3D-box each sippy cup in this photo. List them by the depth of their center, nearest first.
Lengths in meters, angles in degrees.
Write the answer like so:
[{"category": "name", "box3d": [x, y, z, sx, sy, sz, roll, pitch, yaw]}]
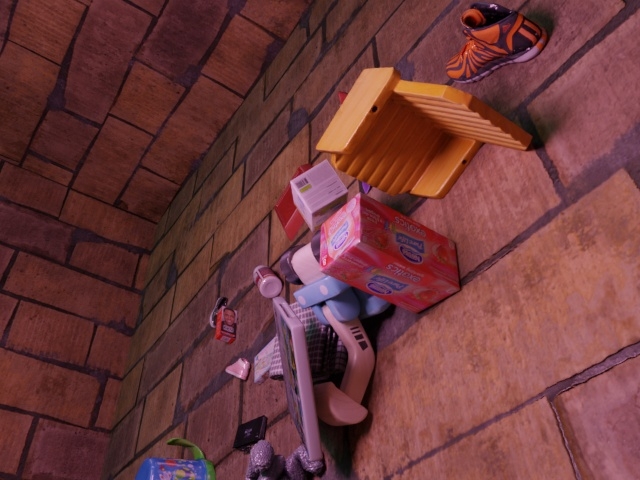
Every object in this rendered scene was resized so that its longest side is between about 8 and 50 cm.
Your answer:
[{"category": "sippy cup", "box3d": [-0.509, 0.845, 1.976, 0.240, 0.224, 0.305, -63, 27, 5]}]

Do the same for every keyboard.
[{"category": "keyboard", "box3d": [-0.229, 0.633, 1.870, 0.180, 0.023, 0.108, -37, 31, 45]}]

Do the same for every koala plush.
[{"category": "koala plush", "box3d": [-0.083, 0.643, 1.425, 0.221, 0.196, 0.203, 45, 120, 62]}]

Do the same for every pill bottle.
[{"category": "pill bottle", "box3d": [-0.201, 0.148, 2.158, 0.086, 0.086, 0.152, -61, 26, 8]}]

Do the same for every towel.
[{"category": "towel", "box3d": [-0.037, 0.290, 1.696, 0.283, 0.121, 0.235, -27, 46, 51]}]

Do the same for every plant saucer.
[{"category": "plant saucer", "box3d": [-0.094, -0.163, 2.273, 0.259, 0.047, 0.258, -57, 28, 15]}]

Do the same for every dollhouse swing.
[{"category": "dollhouse swing", "box3d": [0.247, -0.207, 1.362, 0.315, 0.346, 0.305, -57, 38, 17]}]

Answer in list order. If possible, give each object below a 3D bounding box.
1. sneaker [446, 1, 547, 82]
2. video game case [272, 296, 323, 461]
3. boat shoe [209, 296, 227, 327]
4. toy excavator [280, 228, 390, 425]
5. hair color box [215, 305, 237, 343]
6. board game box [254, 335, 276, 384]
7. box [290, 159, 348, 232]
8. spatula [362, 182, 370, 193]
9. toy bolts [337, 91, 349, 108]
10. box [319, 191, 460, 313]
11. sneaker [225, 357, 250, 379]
[{"category": "sneaker", "box3d": [0.407, -0.522, 1.502, 0.321, 0.180, 0.125, -8, 61, 60]}, {"category": "video game case", "box3d": [-0.061, 0.330, 1.453, 0.300, 0.036, 0.329, -150, 52, -75]}, {"category": "boat shoe", "box3d": [-0.439, 0.307, 2.505, 0.040, 0.049, 0.142, -27, 43, 51]}, {"category": "toy excavator", "box3d": [0.075, 0.183, 1.501, 0.433, 0.445, 0.222, -32, 0, -39]}, {"category": "hair color box", "box3d": [-0.379, 0.339, 2.338, 0.043, 0.072, 0.141, -47, 32, 33]}, {"category": "board game box", "box3d": [-0.173, 0.400, 1.956, 0.154, 0.026, 0.103, -48, 31, 32]}, {"category": "box", "box3d": [-0.003, -0.113, 1.537, 0.114, 0.103, 0.203, -32, -11, -8]}, {"category": "spatula", "box3d": [0.210, -0.282, 1.828, 0.296, 0.030, 0.084, -54, 26, 23]}, {"category": "toy bolts", "box3d": [0.156, -0.402, 1.975, 0.218, 0.158, 0.229, 82, 178, -55]}, {"category": "box", "box3d": [0.160, 0.037, 1.344, 0.154, 0.300, 0.142, -38, 36, 41]}, {"category": "sneaker", "box3d": [-0.295, 0.460, 2.108, 0.134, 0.051, 0.070, -1, 65, 58]}]
